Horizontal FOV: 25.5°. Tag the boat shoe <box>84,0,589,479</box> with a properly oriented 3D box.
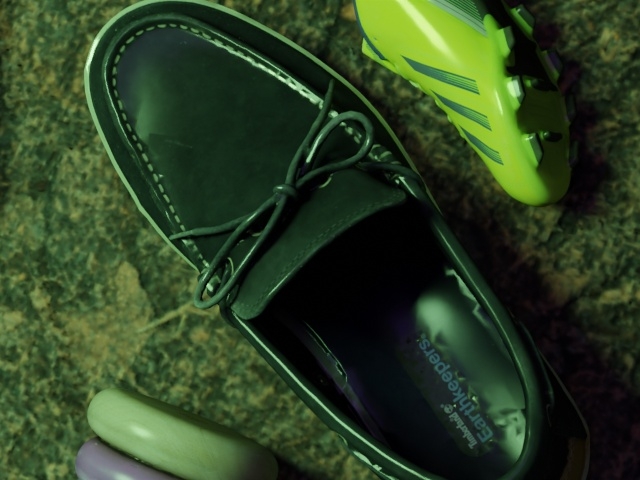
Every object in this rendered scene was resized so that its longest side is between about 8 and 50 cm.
[{"bbox_3d":[0.000,0.000,0.997,0.187,0.156,0.500,-40,72,1],"label":"boat shoe"}]

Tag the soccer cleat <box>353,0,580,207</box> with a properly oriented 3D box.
[{"bbox_3d":[0.096,-0.144,1.062,0.121,0.093,0.289,-34,76,33],"label":"soccer cleat"}]

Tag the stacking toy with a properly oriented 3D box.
[{"bbox_3d":[-0.151,0.276,0.972,0.141,0.141,0.330,21,85,14],"label":"stacking toy"}]
